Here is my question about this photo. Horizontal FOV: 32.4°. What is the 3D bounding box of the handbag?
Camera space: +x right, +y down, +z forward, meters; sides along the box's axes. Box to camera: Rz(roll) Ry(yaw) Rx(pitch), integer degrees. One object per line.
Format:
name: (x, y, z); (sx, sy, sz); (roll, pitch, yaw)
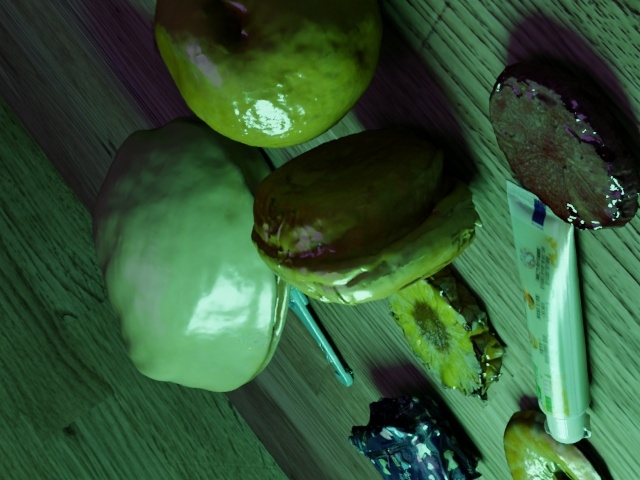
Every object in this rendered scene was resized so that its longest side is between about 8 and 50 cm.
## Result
handbag: (0.132, 0.302, 1.603); (0.162, 0.113, 0.260); (49, 162, -1)

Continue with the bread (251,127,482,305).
bread: (0.035, -0.024, 1.091); (0.236, 0.198, 0.120); (26, 142, 60)

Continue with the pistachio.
pistachio: (-0.192, 0.024, 1.657); (0.365, 0.281, 0.445); (24, 122, 34)

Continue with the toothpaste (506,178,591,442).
toothpaste: (0.220, 0.079, 1.043); (0.056, 0.058, 0.314); (-77, -22, -47)

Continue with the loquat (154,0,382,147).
loquat: (-0.047, -0.191, 1.002); (0.208, 0.208, 0.208); (49, 162, 21)

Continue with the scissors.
scissors: (-0.055, 0.082, 1.831); (0.393, 0.032, 0.180); (58, 163, -11)

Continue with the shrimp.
shrimp: (0.288, 0.303, 1.263); (0.150, 0.068, 0.248); (1, 119, 64)

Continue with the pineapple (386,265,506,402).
pineapple: (0.140, 0.093, 1.304); (0.221, 0.047, 0.221); (48, 158, 26)

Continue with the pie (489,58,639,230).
pie: (0.188, -0.072, 0.858); (0.154, 0.036, 0.154); (48, 162, 21)
